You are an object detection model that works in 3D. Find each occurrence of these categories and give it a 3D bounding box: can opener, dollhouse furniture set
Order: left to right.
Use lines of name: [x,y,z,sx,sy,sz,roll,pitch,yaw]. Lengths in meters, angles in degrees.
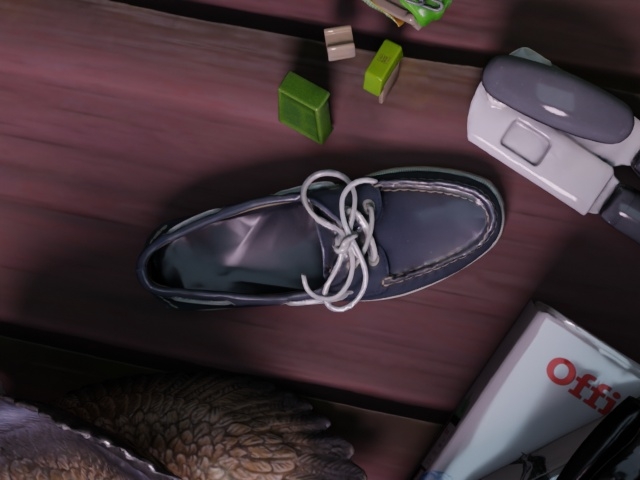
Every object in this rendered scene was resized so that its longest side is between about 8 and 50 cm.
dollhouse furniture set: [0.028,-0.143,1.044,0.076,0.058,0.151,29,75,10]
can opener: [0.223,-0.031,0.996,0.283,0.095,0.076,33,95,3]

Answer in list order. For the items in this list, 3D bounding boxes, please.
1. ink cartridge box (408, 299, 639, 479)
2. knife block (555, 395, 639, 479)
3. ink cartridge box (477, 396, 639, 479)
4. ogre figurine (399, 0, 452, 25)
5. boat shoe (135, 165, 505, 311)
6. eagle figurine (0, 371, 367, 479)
ink cartridge box: [0.152,0.206,1.000,0.201,0.117,0.278,34,95,2]
knife block: [0.115,0.209,0.825,0.088,0.275,0.242,41,51,4]
ink cartridge box: [0.172,0.192,0.894,0.208,0.087,0.153,-28,90,5]
ogre figurine: [0.054,-0.252,1.003,0.118,0.097,0.197,15,102,-7]
boat shoe: [0.000,0.000,1.023,0.254,0.079,0.095,-5,92,5]
eagle figurine: [-0.146,0.160,0.981,0.298,0.226,0.225,-23,127,21]
